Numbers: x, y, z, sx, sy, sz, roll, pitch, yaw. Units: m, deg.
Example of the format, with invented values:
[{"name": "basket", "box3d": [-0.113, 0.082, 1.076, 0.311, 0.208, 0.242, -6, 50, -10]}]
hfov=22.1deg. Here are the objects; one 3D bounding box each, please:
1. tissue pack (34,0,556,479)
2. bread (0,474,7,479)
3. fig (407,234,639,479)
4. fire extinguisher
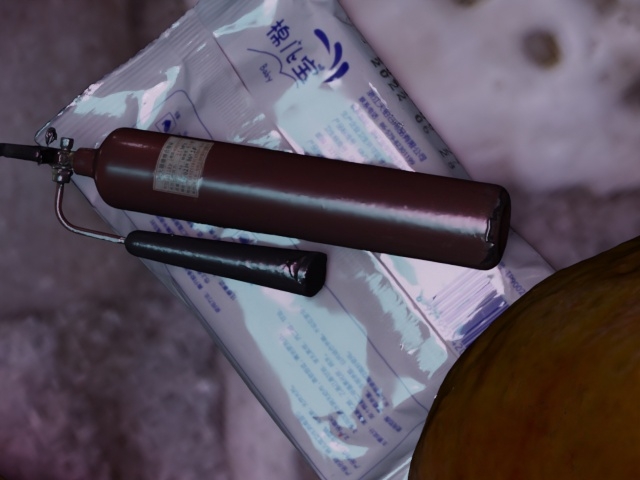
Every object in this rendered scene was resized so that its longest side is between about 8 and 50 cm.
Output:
[{"name": "tissue pack", "box3d": [0.000, 0.000, 0.578, 0.122, 0.026, 0.193, -39, 83, 14]}, {"name": "bread", "box3d": [-0.170, 0.190, 0.533, 0.279, 0.225, 0.250, 27, 94, 21]}, {"name": "fig", "box3d": [0.152, 0.029, 0.462, 0.191, 0.190, 0.290, 32, 102, 12]}, {"name": "fire extinguisher", "box3d": [-0.023, -0.009, 0.556, 0.173, 0.035, 0.049, 10, 134, 15]}]
